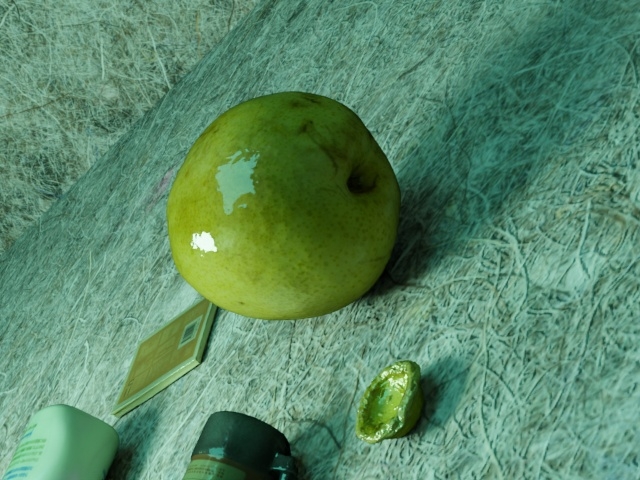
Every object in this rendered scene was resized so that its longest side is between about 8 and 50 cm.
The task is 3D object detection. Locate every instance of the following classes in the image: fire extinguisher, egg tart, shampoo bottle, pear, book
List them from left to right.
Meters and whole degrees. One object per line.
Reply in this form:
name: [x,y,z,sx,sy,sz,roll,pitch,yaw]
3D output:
shampoo bottle: [-0.439,0.437,1.617,0.222,0.151,0.350,-38,26,47]
book: [-0.261,0.191,1.800,0.241,0.018,0.170,-34,28,36]
fire extinguisher: [-0.128,0.374,1.162,0.200,0.113,0.376,-20,39,51]
pear: [-0.046,-0.043,1.368,0.314,0.314,0.314,-42,25,25]
egg tart: [0.080,0.179,1.141,0.105,0.039,0.105,-41,26,25]
